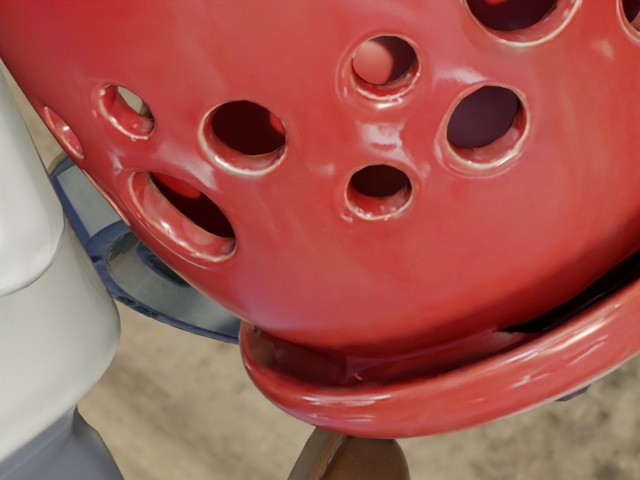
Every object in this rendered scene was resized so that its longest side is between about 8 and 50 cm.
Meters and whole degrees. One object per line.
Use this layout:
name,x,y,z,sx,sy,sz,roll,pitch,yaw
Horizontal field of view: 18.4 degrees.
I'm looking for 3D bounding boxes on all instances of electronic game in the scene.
electronic game,0.000,0.000,0.801,0.229,0.048,0.229,6,160,2

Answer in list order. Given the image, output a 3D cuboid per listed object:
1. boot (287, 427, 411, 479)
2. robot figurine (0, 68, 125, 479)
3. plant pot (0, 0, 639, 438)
boot,0.075,0.206,0.694,0.220,0.283,0.109,5,179,16
robot figurine,-0.202,-0.014,0.660,0.300,0.200,0.353,-20,102,39
plant pot,0.020,-0.051,0.550,0.191,0.191,0.174,9,132,55
